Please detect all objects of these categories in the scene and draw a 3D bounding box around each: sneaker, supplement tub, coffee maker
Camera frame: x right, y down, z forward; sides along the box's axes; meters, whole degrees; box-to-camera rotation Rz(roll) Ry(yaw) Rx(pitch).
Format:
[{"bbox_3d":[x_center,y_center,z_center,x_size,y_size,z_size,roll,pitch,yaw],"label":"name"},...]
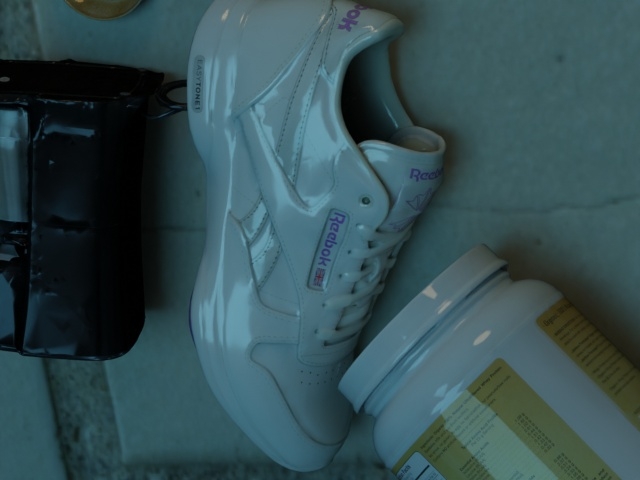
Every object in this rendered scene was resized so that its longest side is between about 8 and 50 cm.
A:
[{"bbox_3d":[0.000,0.000,1.154,0.152,0.114,0.305,5,108,30],"label":"sneaker"},{"bbox_3d":[0.122,0.114,1.105,0.199,0.144,0.144,46,122,10],"label":"supplement tub"},{"bbox_3d":[-0.152,-0.017,1.233,0.171,0.120,0.178,11,112,25],"label":"coffee maker"}]

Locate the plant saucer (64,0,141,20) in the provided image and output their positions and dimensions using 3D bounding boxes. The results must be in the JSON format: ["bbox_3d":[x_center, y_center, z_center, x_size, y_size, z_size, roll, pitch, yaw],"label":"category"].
[{"bbox_3d":[-0.139,-0.183,1.233,0.083,0.015,0.083,9,110,26],"label":"plant saucer"}]
